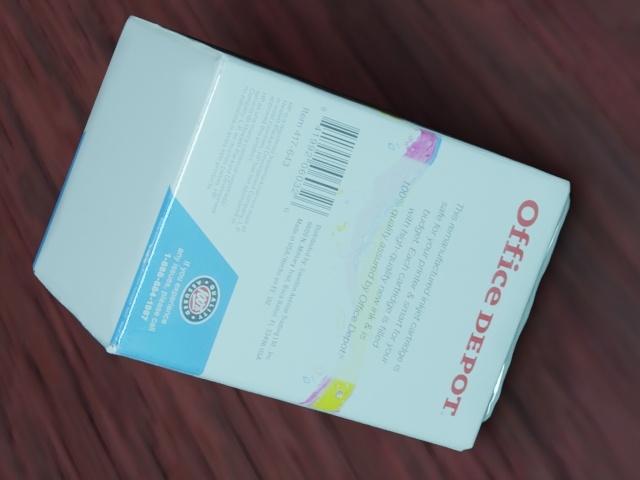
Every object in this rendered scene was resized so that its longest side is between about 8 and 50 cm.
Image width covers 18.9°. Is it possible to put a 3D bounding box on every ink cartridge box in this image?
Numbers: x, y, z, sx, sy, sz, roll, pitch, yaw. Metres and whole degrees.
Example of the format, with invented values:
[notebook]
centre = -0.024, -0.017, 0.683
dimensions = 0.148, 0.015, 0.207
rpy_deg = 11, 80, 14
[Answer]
[ink cartridge box]
centre = 0.000, 0.000, 0.605
dimensions = 0.090, 0.143, 0.092
rpy_deg = 30, 100, 62
